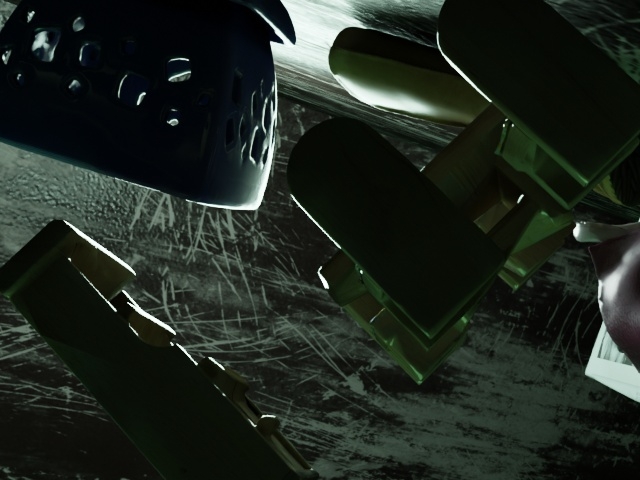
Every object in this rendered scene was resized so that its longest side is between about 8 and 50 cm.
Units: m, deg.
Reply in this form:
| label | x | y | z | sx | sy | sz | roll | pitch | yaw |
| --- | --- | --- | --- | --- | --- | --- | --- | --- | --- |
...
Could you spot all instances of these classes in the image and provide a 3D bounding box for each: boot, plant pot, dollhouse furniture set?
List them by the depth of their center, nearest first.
| label | x | y | z | sx | sy | sz | roll | pitch | yaw |
| --- | --- | --- | --- | --- | --- | --- | --- | --- | --- |
| dollhouse furniture set | 0.000 | 0.000 | 0.757 | 0.256 | 0.394 | 0.362 | 45 | 175 | 12 |
| plant pot | -0.155 | -0.162 | 0.903 | 0.235 | 0.212 | 0.236 | 18 | -175 | 9 |
| boot | 0.175 | -0.130 | 0.953 | 0.269 | 0.089 | 0.236 | 20 | 172 | 40 |

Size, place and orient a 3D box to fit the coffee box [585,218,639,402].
| label | x | y | z | sx | sy | sz | roll | pitch | yaw |
| --- | --- | --- | --- | --- | --- | --- | --- | --- | --- |
| coffee box | 0.661 | 0.128 | 1.425 | 0.337 | 0.335 | 0.338 | 18 | -178 | -11 |

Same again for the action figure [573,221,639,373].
| label | x | y | z | sx | sy | sz | roll | pitch | yaw |
| --- | --- | --- | --- | --- | --- | --- | --- | --- | --- |
| action figure | 0.355 | -0.008 | 0.747 | 0.248 | 0.276 | 0.370 | -11 | 147 | 1 |
